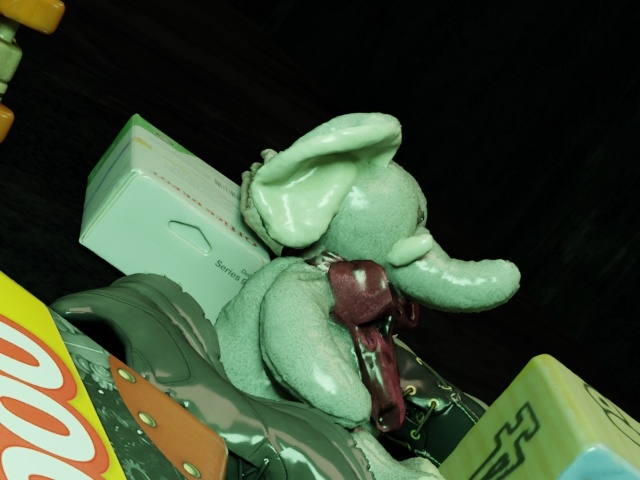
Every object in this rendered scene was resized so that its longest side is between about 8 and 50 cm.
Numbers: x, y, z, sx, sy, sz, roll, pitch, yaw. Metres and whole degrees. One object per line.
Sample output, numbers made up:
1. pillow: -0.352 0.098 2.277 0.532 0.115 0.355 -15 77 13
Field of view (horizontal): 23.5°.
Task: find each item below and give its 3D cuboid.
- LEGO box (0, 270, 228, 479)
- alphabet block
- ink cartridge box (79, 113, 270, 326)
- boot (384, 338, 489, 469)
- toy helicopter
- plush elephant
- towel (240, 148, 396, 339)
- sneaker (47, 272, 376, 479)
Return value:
1. LEGO box: -0.237 0.098 0.342 0.372 0.193 0.500 38 12 -9
2. alphabet block: 0.209 0.244 1.266 0.192 0.193 0.197 38 11 -13
3. ink cartridge box: -0.138 -0.020 1.445 0.154 0.093 0.212 36 9 -16
4. boot: 0.059 0.147 1.454 0.178 0.085 0.236 25 11 -45
5. toy helicopter: -0.398 -0.225 1.426 0.235 0.140 0.355 23 7 -29
6. plush elephant: 0.027 0.051 1.206 0.330 0.255 0.272 36 -4 11
7. towel: 0.000 0.000 1.499 0.187 0.049 0.282 45 7 -11
8. sneaker: -0.085 0.132 1.041 0.286 0.109 0.130 37 19 24
